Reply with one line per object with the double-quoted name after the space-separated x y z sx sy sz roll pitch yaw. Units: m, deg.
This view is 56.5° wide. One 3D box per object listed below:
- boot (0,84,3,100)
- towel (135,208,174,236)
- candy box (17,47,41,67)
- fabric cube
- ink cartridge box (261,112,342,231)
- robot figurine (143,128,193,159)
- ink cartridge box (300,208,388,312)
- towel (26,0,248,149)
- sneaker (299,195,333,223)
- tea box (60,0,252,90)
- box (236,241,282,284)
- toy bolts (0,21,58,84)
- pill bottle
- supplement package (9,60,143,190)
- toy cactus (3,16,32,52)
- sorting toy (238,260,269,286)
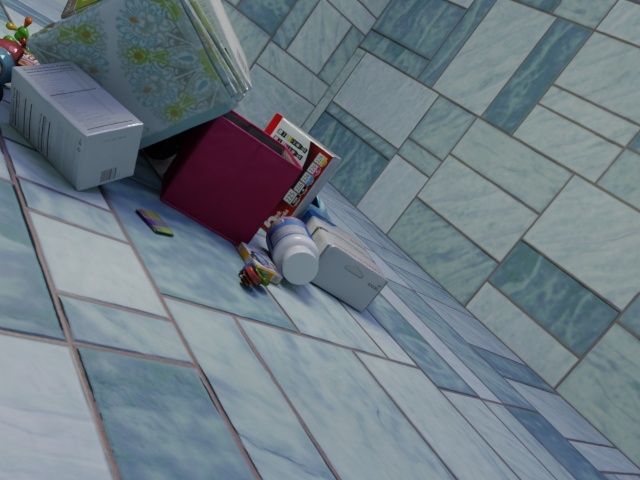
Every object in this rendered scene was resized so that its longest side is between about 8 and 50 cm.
-0.745 -0.346 1.170 0.198 0.077 0.137 36 16 2 "boot"
-0.352 -0.039 1.269 0.083 0.009 0.060 43 12 25 "towel"
-0.774 -0.454 1.569 0.109 0.053 0.187 30 12 -30 "candy box"
-0.238 -0.179 1.560 0.259 0.258 0.254 32 11 -23 "fabric cube"
-0.138 -0.211 1.864 0.272 0.309 0.130 38 11 10 "ink cartridge box"
-0.410 -0.313 1.720 0.278 0.174 0.209 -6 35 -47 "robot figurine"
0.045 0.054 1.804 0.223 0.129 0.307 33 11 -22 "ink cartridge box"
-0.391 -0.378 1.316 0.090 0.374 0.321 -94 160 -50 "towel"
-0.020 -0.100 2.098 0.135 0.150 0.366 6 11 2 "sneaker"
-0.382 -0.490 1.448 0.220 0.323 0.329 -104 171 -49 "tea box"
-0.154 0.052 1.468 0.081 0.028 0.136 27 16 -40 "box"
-0.660 -0.394 1.345 0.228 0.218 0.158 16 21 -13 "toy bolts"
-0.071 0.029 1.564 0.124 0.124 0.221 32 13 -23 "pill bottle"
-0.496 -0.237 1.203 0.244 0.134 0.139 41 39 19 "supplement package"
-0.819 -0.551 1.747 0.180 0.112 0.219 47 3 2 "toy cactus"
-0.154 0.082 1.328 0.061 0.042 0.102 56 4 15 "sorting toy"
